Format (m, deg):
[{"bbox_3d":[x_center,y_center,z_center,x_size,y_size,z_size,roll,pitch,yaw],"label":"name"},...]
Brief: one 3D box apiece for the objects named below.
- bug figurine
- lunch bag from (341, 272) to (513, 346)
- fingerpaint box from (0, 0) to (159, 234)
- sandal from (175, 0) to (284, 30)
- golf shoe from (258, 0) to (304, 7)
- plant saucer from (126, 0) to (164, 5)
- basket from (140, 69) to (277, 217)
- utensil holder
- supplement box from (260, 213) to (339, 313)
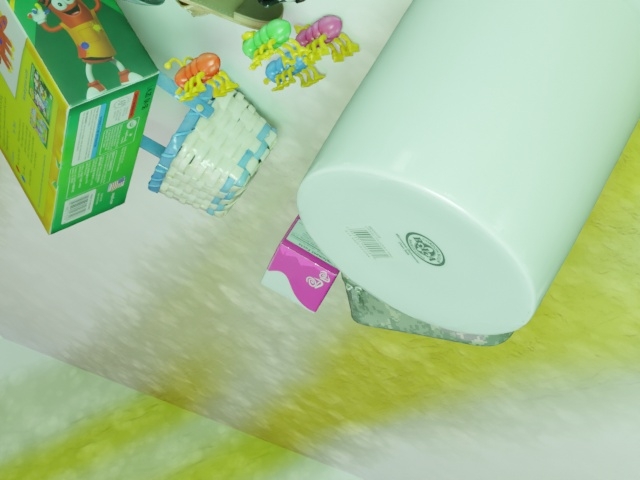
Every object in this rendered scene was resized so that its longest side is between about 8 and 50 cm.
[{"bbox_3d":[-0.077,-0.266,1.698,0.216,0.279,0.072,-22,85,41],"label":"bug figurine"},{"bbox_3d":[0.175,0.001,1.856,0.305,0.212,0.256,10,130,27],"label":"lunch bag"},{"bbox_3d":[-0.441,-0.277,1.906,0.371,0.163,0.445,57,154,14],"label":"fingerpaint box"},{"bbox_3d":[-0.171,-0.355,1.744,0.240,0.088,0.079,24,148,4],"label":"sandal"},{"bbox_3d":[-0.009,-0.353,1.560,0.077,0.094,0.198,46,150,-25],"label":"golf shoe"},{"bbox_3d":[-0.308,-0.406,1.705,0.037,0.195,0.195,-38,113,23],"label":"plant saucer"},{"bbox_3d":[-0.237,-0.183,1.991,0.289,0.201,0.255,30,157,-10],"label":"basket"},{"bbox_3d":[0.195,-0.128,1.395,0.327,0.385,0.328,25,153,13],"label":"utensil holder"},{"bbox_3d":[0.000,0.000,2.009,0.114,0.220,0.111,31,135,2],"label":"supplement box"}]
